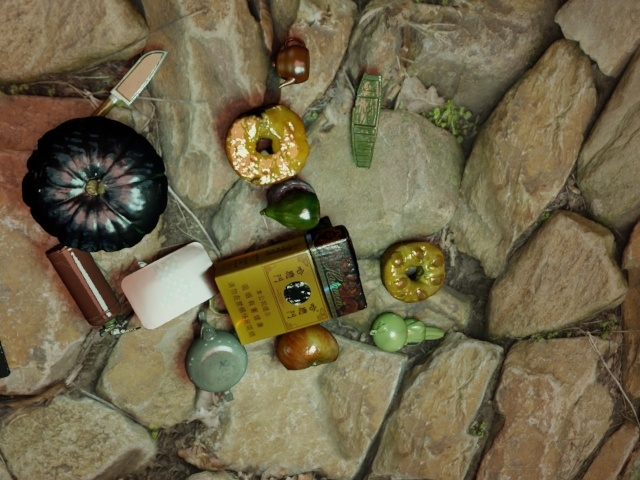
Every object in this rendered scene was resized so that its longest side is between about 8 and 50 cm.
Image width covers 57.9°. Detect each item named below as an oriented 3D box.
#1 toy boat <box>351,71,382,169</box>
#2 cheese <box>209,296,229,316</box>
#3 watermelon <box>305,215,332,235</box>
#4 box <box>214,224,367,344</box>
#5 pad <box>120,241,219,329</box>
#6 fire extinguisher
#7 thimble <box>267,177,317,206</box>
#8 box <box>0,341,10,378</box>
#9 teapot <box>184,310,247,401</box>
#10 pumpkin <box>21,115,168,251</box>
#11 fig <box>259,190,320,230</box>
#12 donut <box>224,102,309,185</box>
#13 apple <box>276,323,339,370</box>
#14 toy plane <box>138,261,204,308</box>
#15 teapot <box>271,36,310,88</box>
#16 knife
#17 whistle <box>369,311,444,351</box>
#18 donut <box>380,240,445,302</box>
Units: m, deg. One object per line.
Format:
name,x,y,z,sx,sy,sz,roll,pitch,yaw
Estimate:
toy boat,0.138,-0.371,1.806,0.093,0.055,0.293,2,102,-18
cheese,-0.324,0.210,1.804,0.041,0.060,0.084,-41,104,-4
watermelon,0.000,0.000,1.856,0.135,0.125,0.094,-32,147,22
box,-0.084,0.134,1.765,0.415,0.116,0.264,-16,115,1
pad,-0.436,0.132,1.717,0.267,0.004,0.181,-30,102,-22
fire extinguisher,-0.639,0.144,1.672,0.147,0.106,0.337,-36,114,-30
thimble,-0.084,-0.119,1.775,0.150,0.098,0.150,-4,103,-17
box,-0.967,0.345,1.654,0.125,0.027,0.126,-12,107,-12
teapot,-0.326,0.373,1.807,0.193,0.129,0.294,-19,110,-12
pumpkin,-0.586,-0.144,1.521,0.364,0.266,0.363,-4,104,-17
fig,-0.087,-0.084,1.680,0.178,0.117,0.117,-3,104,-8
donut,-0.159,-0.281,1.704,0.254,0.118,0.253,-3,104,-14
apple,-0.042,0.341,1.860,0.195,0.173,0.160,-12,109,-18
toy plane,-0.456,0.131,1.742,0.226,0.058,0.226,42,90,-18
teapot,-0.088,-0.516,1.682,0.116,0.116,0.173,11,73,-19
knife,-0.546,-0.403,1.600,0.061,0.027,0.343,41,91,-20
whistle,0.291,0.304,1.998,0.294,0.141,0.141,-6,106,-35
donut,0.308,0.102,1.942,0.227,0.114,0.226,-4,104,-17
